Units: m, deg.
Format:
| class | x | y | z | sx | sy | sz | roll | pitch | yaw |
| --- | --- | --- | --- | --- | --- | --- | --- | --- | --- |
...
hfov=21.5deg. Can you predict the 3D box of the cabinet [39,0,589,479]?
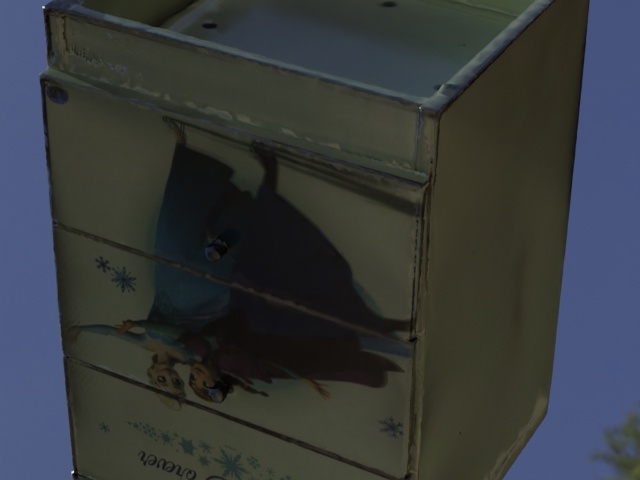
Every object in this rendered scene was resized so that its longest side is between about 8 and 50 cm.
| class | x | y | z | sx | sy | sz | roll | pitch | yaw |
| --- | --- | --- | --- | --- | --- | --- | --- | --- | --- |
| cabinet | 0.000 | 0.000 | 0.622 | 0.150 | 0.145 | 0.206 | -44 | -36 | -47 |
